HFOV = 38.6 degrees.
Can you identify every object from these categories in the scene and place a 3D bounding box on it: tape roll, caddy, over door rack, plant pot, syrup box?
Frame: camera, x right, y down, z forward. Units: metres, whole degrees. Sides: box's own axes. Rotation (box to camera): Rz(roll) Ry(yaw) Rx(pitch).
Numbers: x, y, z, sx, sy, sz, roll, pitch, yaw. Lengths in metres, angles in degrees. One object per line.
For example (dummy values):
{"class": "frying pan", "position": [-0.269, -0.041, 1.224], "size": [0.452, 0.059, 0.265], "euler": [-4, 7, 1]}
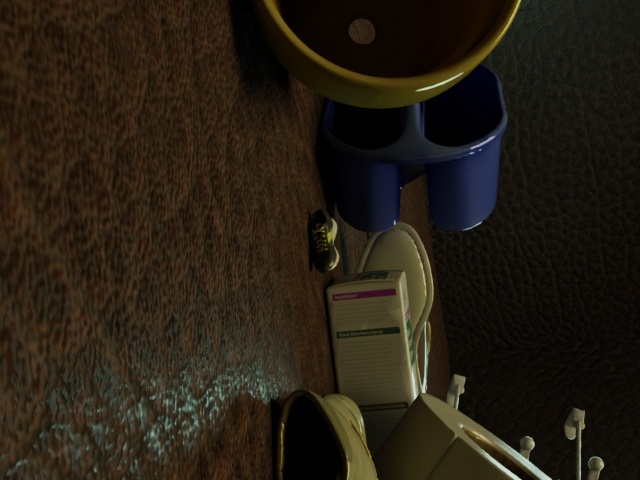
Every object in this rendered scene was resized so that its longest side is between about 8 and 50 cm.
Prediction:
{"class": "tape roll", "position": [0.157, 0.305, 0.991], "size": [0.169, 0.246, 0.246], "euler": [-55, 169, 3]}
{"class": "caddy", "position": [0.129, -0.156, 1.252], "size": [0.341, 0.241, 0.179], "euler": [-81, 167, -57]}
{"class": "over door rack", "position": [0.315, 0.330, 1.461], "size": [0.324, 0.240, 0.108], "euler": [-67, 171, -62]}
{"class": "plant pot", "position": [0.051, -0.243, 0.910], "size": [0.239, 0.254, 0.254], "euler": [124, -39, -83]}
{"class": "syrup box", "position": [0.071, 0.160, 1.144], "size": [0.093, 0.096, 0.236], "euler": [-37, 122, -80]}

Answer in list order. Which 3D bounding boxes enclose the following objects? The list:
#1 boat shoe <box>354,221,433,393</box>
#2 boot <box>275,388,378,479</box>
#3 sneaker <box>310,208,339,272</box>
{"class": "boat shoe", "position": [0.105, 0.131, 1.321], "size": [0.097, 0.117, 0.324], "euler": [-59, 146, -81]}
{"class": "boot", "position": [0.016, 0.241, 0.827], "size": [0.165, 0.077, 0.213], "euler": [49, 27, -74]}
{"class": "sneaker", "position": [0.000, 0.000, 1.045], "size": [0.035, 0.031, 0.083], "euler": [54, 24, -44]}
